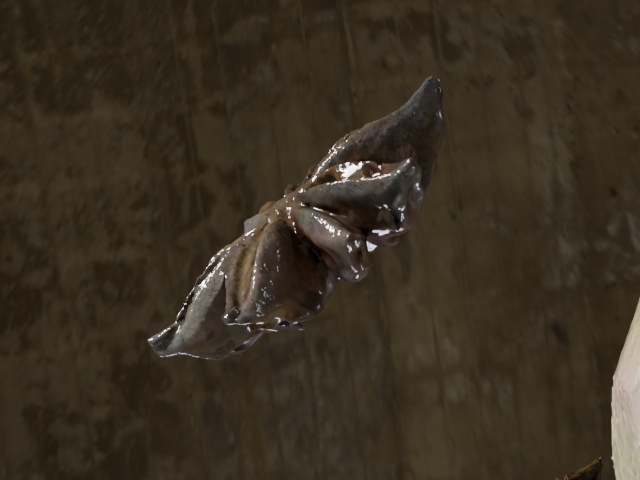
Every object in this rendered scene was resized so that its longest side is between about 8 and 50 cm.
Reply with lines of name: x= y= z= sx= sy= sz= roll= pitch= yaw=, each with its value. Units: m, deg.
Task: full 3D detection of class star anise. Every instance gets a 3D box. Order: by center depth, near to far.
star anise: x=0.000 y=0.000 z=0.892 sx=0.065 sy=0.195 sz=0.182 roll=49 pitch=-53 yaw=-3

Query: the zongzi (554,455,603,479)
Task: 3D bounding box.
zongzi: x=0.164 y=0.176 z=1.153 sx=0.083 sy=0.067 sz=0.073 roll=14 pitch=-104 yaw=7

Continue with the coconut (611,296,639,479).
coconut: x=0.231 y=0.076 z=0.768 sx=0.224 sy=0.224 sz=0.234 roll=27 pitch=-110 yaw=-8
